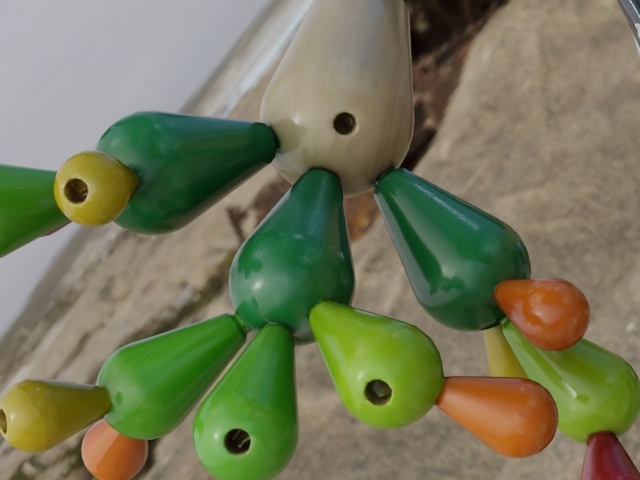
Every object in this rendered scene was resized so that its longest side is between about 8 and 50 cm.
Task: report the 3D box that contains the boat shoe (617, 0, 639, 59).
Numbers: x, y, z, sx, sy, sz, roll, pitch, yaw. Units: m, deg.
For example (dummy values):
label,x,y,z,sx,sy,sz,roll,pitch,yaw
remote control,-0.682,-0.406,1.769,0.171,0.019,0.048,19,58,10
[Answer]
label,x,y,z,sx,sy,sz,roll,pitch,yaw
boat shoe,0.248,-0.241,0.996,0.114,0.303,0.091,-27,-5,6

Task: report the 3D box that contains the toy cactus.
label,x,y,z,sx,sy,sz,roll,pitch,yaw
toy cactus,0.000,0.000,0.416,0.112,0.218,0.181,98,-176,-55
